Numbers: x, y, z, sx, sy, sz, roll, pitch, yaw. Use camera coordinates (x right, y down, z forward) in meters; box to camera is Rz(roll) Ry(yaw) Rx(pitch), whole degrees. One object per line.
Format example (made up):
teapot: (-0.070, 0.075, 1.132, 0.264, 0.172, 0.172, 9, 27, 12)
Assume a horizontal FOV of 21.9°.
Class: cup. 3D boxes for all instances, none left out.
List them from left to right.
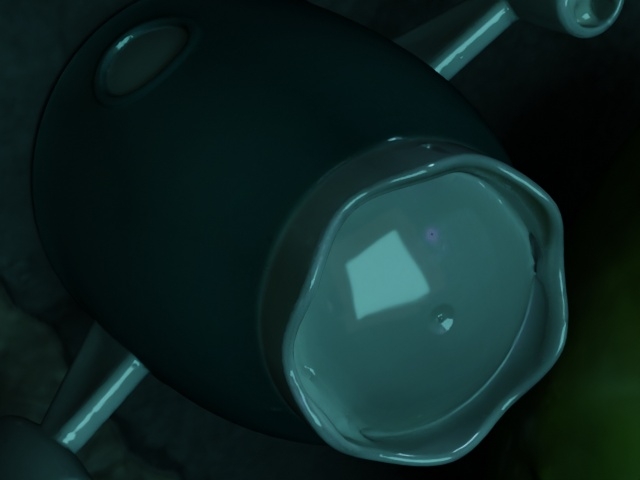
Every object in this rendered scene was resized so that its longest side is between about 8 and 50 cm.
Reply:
cup: (0.000, 0.000, 0.601, 0.300, 0.173, 0.167, -45, 124, -8)

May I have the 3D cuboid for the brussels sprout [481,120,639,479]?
brussels sprout: (0.187, 0.082, 0.649, 0.328, 0.247, 0.328, 14, 90, -68)
